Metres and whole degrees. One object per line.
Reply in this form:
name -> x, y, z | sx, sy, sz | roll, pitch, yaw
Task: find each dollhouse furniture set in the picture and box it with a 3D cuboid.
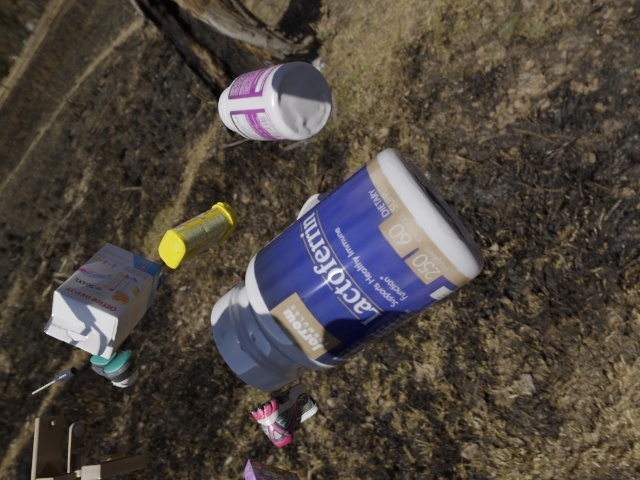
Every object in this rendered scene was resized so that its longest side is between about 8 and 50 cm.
dollhouse furniture set -> -0.459, 0.408, 0.909 | 0.152, 0.144, 0.123 | -16, 70, 22

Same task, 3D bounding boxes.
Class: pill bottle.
pill bottle -> 0.019, 0.041, 0.477 | 0.265, 0.153, 0.153 | -38, 43, 19
pill bottle -> -0.125, -0.327, 1.093 | 0.302, 0.169, 0.169 | 16, 77, 50

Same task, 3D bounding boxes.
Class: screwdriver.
screwdriver -> -0.623, 0.327, 1.045 | 0.170, 0.025, 0.024 | -24, 26, 21

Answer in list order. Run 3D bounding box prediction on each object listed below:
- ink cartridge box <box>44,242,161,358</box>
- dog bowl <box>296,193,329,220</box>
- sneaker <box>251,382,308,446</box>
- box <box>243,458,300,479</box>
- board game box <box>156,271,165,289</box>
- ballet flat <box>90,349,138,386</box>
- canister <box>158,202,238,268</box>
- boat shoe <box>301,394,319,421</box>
ink cartridge box -> -0.311, 0.090, 0.651 | 0.143, 0.092, 0.089 | -73, 8, -57
dog bowl -> 0.000, 0.000, 1.524 | 0.349, 0.102, 0.348 | -41, 43, 54
sneaker -> -0.096, 0.473, 1.228 | 0.121, 0.299, 0.111 | -33, 77, 8
box -> -0.149, 0.862, 1.567 | 0.057, 0.201, 0.293 | -70, 13, -12
board game box -> -0.370, 0.095, 0.901 | 0.090, 0.019, 0.090 | -7, 22, 6
ballet flat -> -0.411, 0.262, 0.927 | 0.203, 0.074, 0.074 | -9, 58, 49
canister -> -0.296, -0.012, 1.096 | 0.170, 0.073, 0.126 | -37, -6, -46
boat shoe -> -0.110, 0.653, 1.685 | 0.219, 0.070, 0.077 | -39, 16, 6
